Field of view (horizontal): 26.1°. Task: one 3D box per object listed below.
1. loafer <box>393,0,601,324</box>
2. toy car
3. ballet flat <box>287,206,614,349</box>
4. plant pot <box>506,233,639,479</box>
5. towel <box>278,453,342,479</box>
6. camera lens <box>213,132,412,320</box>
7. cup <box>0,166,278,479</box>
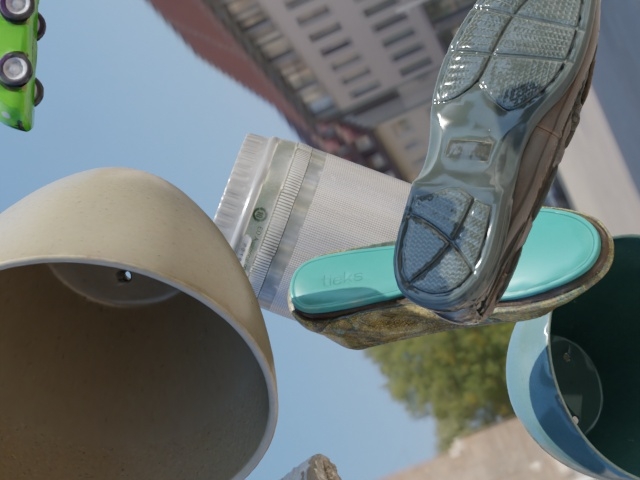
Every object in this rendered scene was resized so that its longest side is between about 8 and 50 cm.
[{"bbox_3d":[0.126,-0.070,0.948,0.084,0.096,0.267,37,-107,-57],"label":"loafer"},{"bbox_3d":[-0.199,-0.180,0.860,0.239,0.053,0.225,119,152,-82],"label":"toy car"},{"bbox_3d":[0.137,0.045,1.391,0.123,0.349,0.123,34,-129,-56],"label":"ballet flat"},{"bbox_3d":[0.332,0.157,1.636,0.195,0.290,0.290,-31,79,58],"label":"plant pot"},{"bbox_3d":[0.003,0.370,1.354,0.049,0.187,0.282,3,-127,-48],"label":"towel"},{"bbox_3d":[0.000,0.000,1.785,0.219,0.274,0.219,-160,90,-86],"label":"camera lens"},{"bbox_3d":[-0.200,0.067,1.285,0.237,0.331,0.331,-89,-26,-51],"label":"cup"}]
